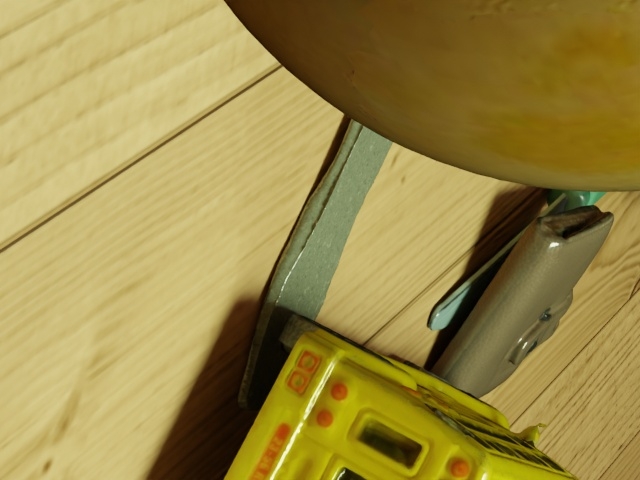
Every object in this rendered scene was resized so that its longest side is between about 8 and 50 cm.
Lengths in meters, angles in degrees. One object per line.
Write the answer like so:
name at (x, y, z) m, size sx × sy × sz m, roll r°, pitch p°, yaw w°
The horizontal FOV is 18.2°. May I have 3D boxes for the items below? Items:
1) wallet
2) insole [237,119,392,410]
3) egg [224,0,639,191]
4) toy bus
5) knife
wallet at (0.127, 0.045, 1.272) m, size 0.118 × 0.039 × 0.153 m, roll -20°, pitch 144°, yaw -59°
insole at (0.000, 0.000, 1.002) m, size 0.063 × 0.010 × 0.192 m, roll 4°, pitch 111°, yaw -66°
egg at (0.095, -0.164, 0.648) m, size 0.301 × 0.301 × 0.374 m, roll -64°, pitch 165°, yaw 1°
toy bus at (0.050, 0.144, 1.069) m, size 0.144 × 0.152 × 0.330 m, roll -63°, pitch 160°, yaw -1°
knife at (0.144, -0.009, 1.307) m, size 0.260 × 0.034 × 0.063 m, roll -41°, pitch 160°, yaw -32°
